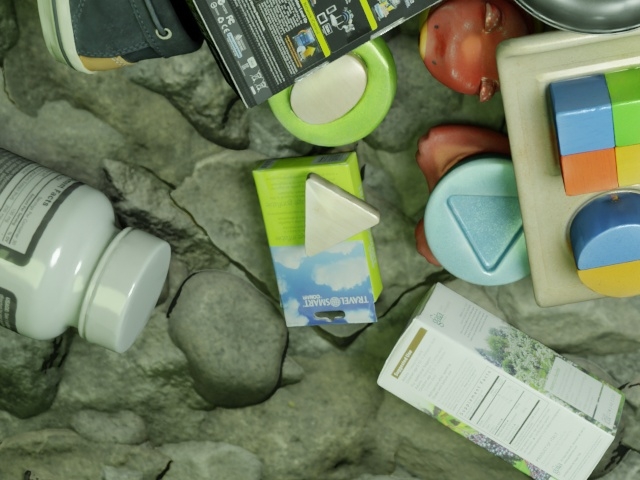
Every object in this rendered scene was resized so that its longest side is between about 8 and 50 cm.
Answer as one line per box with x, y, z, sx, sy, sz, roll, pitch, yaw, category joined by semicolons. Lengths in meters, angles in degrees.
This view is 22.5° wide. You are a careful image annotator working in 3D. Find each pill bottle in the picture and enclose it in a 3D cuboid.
-0.330;0.000;1.720;0.318;0.176;0.176;23;118;8;pill bottle

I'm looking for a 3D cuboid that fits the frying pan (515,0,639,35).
0.261;-0.315;1.273;0.197;0.053;0.326;35;100;2;frying pan

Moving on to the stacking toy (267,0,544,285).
0.089;-0.091;1.540;0.279;0.130;0.309;-8;111;7;stacking toy

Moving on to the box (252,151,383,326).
0.000;0.000;1.688;0.109;0.042;0.178;-4;111;20;box

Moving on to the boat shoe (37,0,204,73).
-0.178;-0.384;1.433;0.156;0.187;0.500;5;119;12;boat shoe

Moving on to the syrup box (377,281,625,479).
0.187;0.153;1.665;0.237;0.093;0.096;30;119;4;syrup box

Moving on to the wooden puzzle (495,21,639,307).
0.335;-0.062;1.420;0.322;0.080;0.348;-10;135;6;wooden puzzle

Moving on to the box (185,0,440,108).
-0.031;-0.278;1.396;0.216;0.060;0.270;-31;127;-6;box
